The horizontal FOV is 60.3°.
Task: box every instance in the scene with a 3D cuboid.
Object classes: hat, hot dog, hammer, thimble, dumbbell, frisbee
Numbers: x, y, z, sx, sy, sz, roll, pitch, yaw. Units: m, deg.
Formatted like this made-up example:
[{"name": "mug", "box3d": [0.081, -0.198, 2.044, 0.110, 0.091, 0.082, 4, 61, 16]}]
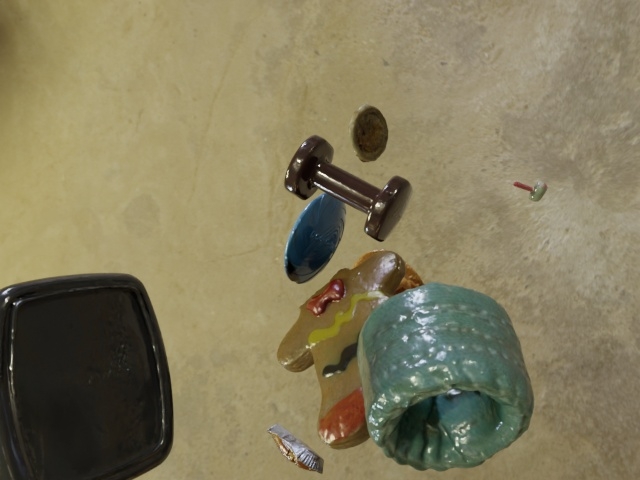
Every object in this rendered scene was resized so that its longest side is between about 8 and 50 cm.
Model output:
[{"name": "hat", "box3d": [0.141, 0.159, 1.436, 0.234, 0.233, 0.244, 19, 100, 20]}, {"name": "hot dog", "box3d": [-0.061, 0.501, 1.321, 0.192, 0.099, 0.053, 22, 73, 47]}, {"name": "hammer", "box3d": [0.507, -0.126, 1.342, 0.083, 0.031, 0.052, 17, 123, -9]}, {"name": "thimble", "box3d": [0.149, 0.174, 0.671, 0.199, 0.143, 0.235, -14, 133, 10]}, {"name": "dumbbell", "box3d": [0.053, -0.099, 1.048, 0.226, 0.140, 0.124, 30, 92, 16]}, {"name": "frisbee", "box3d": [0.000, 0.000, 1.335, 0.045, 0.242, 0.242, 25, 106, 28]}]

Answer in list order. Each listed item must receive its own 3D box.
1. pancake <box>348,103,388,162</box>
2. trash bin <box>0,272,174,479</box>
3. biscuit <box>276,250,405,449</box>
[{"name": "pancake", "box3d": [0.124, -0.271, 1.408, 0.025, 0.152, 0.151, 8, 100, 43]}, {"name": "trash bin", "box3d": [-0.279, 0.145, 0.518, 0.291, 0.182, 0.209, -20, 78, 40]}, {"name": "biscuit", "box3d": [0.065, 0.212, 1.149, 0.368, 0.076, 0.394, -41, 35, 10]}]
